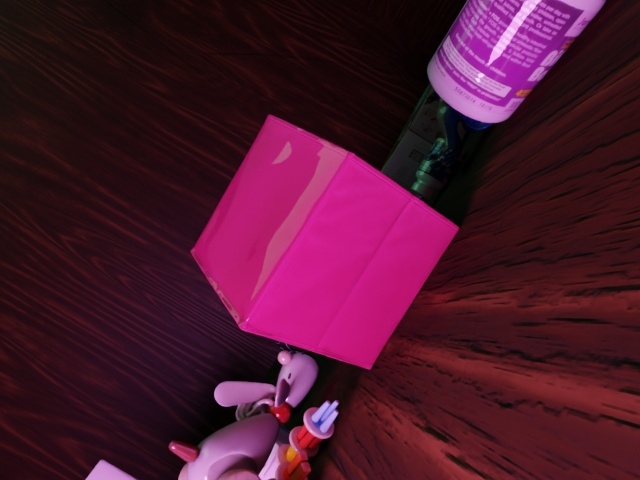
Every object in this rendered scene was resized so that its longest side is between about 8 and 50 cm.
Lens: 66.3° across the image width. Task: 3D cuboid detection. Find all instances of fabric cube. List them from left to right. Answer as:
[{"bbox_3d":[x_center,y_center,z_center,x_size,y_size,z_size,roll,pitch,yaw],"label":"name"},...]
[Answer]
[{"bbox_3d":[0.000,0.000,0.757,0.258,0.259,0.254,-59,38,5],"label":"fabric cube"}]

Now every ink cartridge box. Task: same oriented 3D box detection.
[{"bbox_3d":[-0.119,0.429,1.003,0.092,0.090,0.143,-59,0,-9],"label":"ink cartridge box"},{"bbox_3d":[0.275,-0.266,1.270,0.309,0.130,0.272,-60,0,-32],"label":"ink cartridge box"}]

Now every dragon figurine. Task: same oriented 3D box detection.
[{"bbox_3d":[0.298,-0.257,0.933,0.289,0.144,0.085,-40,1,5],"label":"dragon figurine"}]

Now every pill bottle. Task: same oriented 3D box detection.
[{"bbox_3d":[0.242,-0.147,1.025,0.120,0.067,0.067,-59,1,7],"label":"pill bottle"},{"bbox_3d":[0.303,-0.338,0.726,0.169,0.169,0.301,-59,1,-43],"label":"pill bottle"}]

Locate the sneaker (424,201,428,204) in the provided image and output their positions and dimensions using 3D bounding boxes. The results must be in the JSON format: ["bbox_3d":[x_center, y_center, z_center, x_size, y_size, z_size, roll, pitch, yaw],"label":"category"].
[{"bbox_3d":[0.089,-0.011,1.061,0.104,0.296,0.147,-115,18,-71],"label":"sneaker"}]

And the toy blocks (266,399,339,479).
[{"bbox_3d":[-0.023,0.312,0.724,0.148,0.054,0.123,-58,0,27],"label":"toy blocks"}]

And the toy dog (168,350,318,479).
[{"bbox_3d":[-0.139,0.311,0.852,0.220,0.161,0.333,-26,21,25],"label":"toy dog"}]

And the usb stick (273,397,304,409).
[{"bbox_3d":[-0.084,0.409,1.267,0.077,0.045,0.278,-60,1,-28],"label":"usb stick"}]

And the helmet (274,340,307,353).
[{"bbox_3d":[-0.080,0.284,1.605,0.169,0.169,0.161,-59,17,-7],"label":"helmet"}]

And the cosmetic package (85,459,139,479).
[{"bbox_3d":[-0.451,0.749,1.028,0.393,0.329,0.327,-59,1,39],"label":"cosmetic package"}]
